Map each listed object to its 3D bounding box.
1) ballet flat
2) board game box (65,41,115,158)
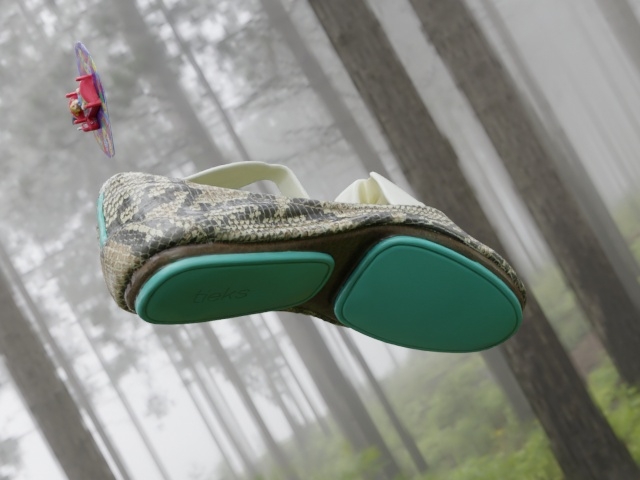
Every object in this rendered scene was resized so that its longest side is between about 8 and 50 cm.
[{"bbox_3d":[0.000,0.000,1.225,0.483,0.182,0.164,7,-45,-35],"label":"ballet flat"},{"bbox_3d":[-0.331,-0.191,1.731,0.033,0.168,0.133,-19,40,-19],"label":"board game box"}]
